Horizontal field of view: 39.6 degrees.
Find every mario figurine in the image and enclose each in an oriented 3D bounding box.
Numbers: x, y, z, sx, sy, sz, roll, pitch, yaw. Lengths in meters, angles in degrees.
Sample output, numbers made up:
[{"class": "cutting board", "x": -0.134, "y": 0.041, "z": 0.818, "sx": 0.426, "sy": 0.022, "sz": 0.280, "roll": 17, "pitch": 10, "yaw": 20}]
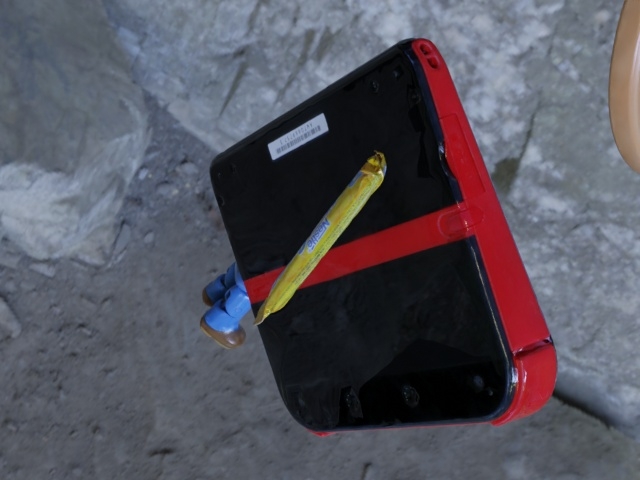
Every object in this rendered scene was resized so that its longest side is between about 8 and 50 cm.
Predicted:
[{"class": "mario figurine", "x": -0.060, "y": 0.049, "z": 1.436, "sx": 0.170, "sy": 0.320, "sz": 0.198, "roll": -7, "pitch": 58, "yaw": -48}]

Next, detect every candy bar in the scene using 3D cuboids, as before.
[{"class": "candy bar", "x": 0.000, "y": 0.000, "z": 0.634, "sx": 0.018, "sy": 0.161, "sz": 0.040, "roll": 36, "pitch": 29, "yaw": -3}]

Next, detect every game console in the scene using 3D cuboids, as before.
[{"class": "game console", "x": 0.039, "y": 0.025, "z": 0.884, "sx": 0.060, "sy": 0.386, "sz": 0.342, "roll": -16, "pitch": 87, "yaw": -37}]

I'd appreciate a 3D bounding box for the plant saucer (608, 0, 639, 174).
[{"class": "plant saucer", "x": 0.246, "y": -0.126, "z": 0.529, "sx": 0.200, "sy": 0.200, "sz": 0.037, "roll": -16, "pitch": 31, "yaw": -36}]
